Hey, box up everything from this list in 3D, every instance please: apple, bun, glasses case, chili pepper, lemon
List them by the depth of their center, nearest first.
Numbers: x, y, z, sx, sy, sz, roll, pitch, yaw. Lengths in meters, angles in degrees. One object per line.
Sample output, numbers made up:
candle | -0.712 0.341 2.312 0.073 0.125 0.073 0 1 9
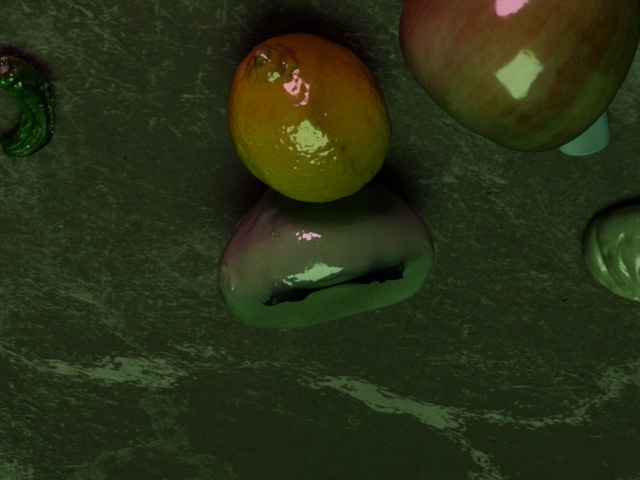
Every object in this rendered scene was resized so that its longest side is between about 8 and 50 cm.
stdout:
apple | 0.220 -0.231 1.585 0.256 0.257 0.234 22 112 -26
lemon | -0.013 -0.146 1.725 0.188 0.188 0.257 -20 137 22
glasses case | 0.321 -0.171 1.809 0.067 0.045 0.178 -9 141 11
chili pepper | -0.369 -0.163 1.811 0.073 0.050 0.182 -1 145 -11
bun | 0.000 0.000 1.919 0.293 0.187 0.293 -10 165 -3
bun | 0.453 0.030 2.019 0.183 0.102 0.183 2 141 2
